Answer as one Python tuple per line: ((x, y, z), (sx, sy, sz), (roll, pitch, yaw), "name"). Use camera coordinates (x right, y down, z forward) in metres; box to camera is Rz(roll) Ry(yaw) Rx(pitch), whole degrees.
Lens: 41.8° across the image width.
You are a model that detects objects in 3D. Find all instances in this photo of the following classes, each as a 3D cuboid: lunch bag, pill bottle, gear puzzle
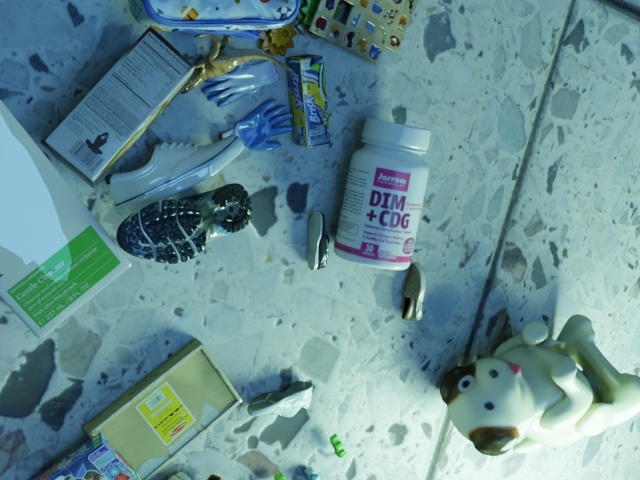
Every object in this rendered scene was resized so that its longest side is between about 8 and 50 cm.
((-0.172, -0.459, 1.400), (0.303, 0.115, 0.243), (-8, 97, -29), "lunch bag")
((0.128, -0.095, 1.681), (0.160, 0.160, 0.283), (5, 100, -33), "pill bottle")
((-0.005, -0.482, 1.559), (0.339, 0.044, 0.175), (-50, 123, -11), "gear puzzle")

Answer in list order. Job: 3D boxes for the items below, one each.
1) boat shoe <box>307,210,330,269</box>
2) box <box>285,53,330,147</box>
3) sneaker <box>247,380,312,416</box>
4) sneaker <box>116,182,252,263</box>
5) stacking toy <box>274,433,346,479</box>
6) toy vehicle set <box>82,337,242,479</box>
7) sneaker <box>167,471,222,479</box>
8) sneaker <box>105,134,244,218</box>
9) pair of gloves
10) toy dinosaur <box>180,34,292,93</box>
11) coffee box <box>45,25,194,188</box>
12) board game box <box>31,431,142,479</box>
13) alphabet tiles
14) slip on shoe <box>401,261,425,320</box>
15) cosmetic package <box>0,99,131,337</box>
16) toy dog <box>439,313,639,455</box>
((0.000, 0.000, 1.696), (0.038, 0.046, 0.125), (-7, 110, -30), "boat shoe")
((-0.023, -0.267, 1.599), (0.054, 0.059, 0.169), (-15, 111, -29), "box")
((-0.080, 0.343, 1.737), (0.152, 0.053, 0.061), (-13, 113, -29), "sneaker")
((-0.248, -0.021, 1.452), (0.283, 0.122, 0.110), (-19, 97, -50), "sneaker")
((-0.001, 0.554, 1.850), (0.167, 0.052, 0.221), (-31, 116, -23), "stacking toy")
((-0.297, 0.332, 1.608), (0.267, 0.035, 0.166), (-38, 120, -18), "toy vehicle set")
((-0.315, 0.513, 1.618), (0.290, 0.106, 0.123), (-1, 94, -40), "sneaker")
((-0.253, -0.135, 1.468), (0.258, 0.094, 0.091), (-32, 105, -22), "sneaker")
((-0.133, -0.253, 1.557), (0.159, 0.023, 0.198), (-25, 116, -24), "pair of gloves")
((-0.167, -0.323, 1.482), (0.211, 0.064, 0.112), (-19, 111, 5), "toy dinosaur")
((-0.325, -0.212, 1.366), (0.098, 0.141, 0.246), (41, 79, -10), "coffee box")
((-0.445, 0.459, 1.527), (0.201, 0.035, 0.136), (-34, 119, -6), "board game box")
((0.096, -0.458, 1.620), (0.237, 0.009, 0.198), (15, 99, -45), "alphabet tiles")
((0.202, 0.115, 1.856), (0.041, 0.051, 0.135), (-5, 112, -19), "slip on shoe")
((-0.493, -0.052, 1.309), (0.197, 0.155, 0.366), (-42, 122, -14), "cosmetic package")
((0.482, 0.363, 1.997), (0.407, 0.285, 0.395), (1, 139, -34), "toy dog")
